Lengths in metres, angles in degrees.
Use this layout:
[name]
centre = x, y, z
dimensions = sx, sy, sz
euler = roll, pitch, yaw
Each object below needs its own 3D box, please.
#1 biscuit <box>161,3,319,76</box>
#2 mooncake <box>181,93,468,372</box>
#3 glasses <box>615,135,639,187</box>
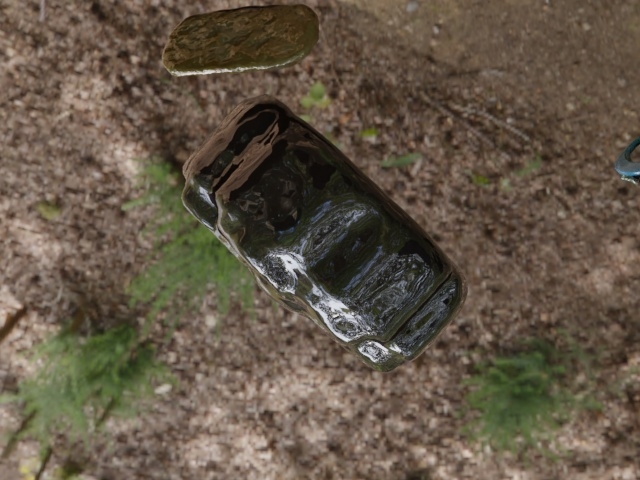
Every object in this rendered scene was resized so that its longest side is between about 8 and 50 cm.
[biscuit]
centre = -0.069, -0.169, 0.790
dimensions = 0.147, 0.071, 0.018
euler = 1, 150, 22
[mooncake]
centre = 0.000, 0.000, 0.852
dimensions = 0.141, 0.283, 0.283
euler = -49, 126, 0
[glasses]
centre = 0.420, -0.078, 0.899
dimensions = 0.239, 0.102, 0.207
euler = -17, 149, 32
